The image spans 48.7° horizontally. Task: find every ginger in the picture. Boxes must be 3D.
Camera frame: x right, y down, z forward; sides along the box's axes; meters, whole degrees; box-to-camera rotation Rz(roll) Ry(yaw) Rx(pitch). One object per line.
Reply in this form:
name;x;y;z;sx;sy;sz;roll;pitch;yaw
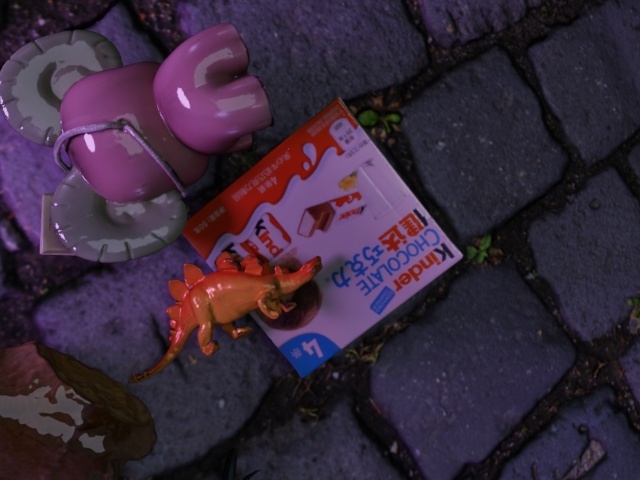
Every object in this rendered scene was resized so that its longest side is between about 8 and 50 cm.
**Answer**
ginger;-0.325;0.224;0.783;0.221;0.130;0.276;-46;104;-13

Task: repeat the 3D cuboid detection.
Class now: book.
book;-0.293;-0.019;0.892;0.111;0.014;0.077;3;81;-25

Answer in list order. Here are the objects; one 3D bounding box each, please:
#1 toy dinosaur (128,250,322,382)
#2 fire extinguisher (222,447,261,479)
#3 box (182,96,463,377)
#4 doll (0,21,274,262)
toy dinosaur;-0.133;0.076;0.894;0.288;0.070;0.117;-27;87;5
fire extinguisher;-0.030;0.409;0.913;0.311;0.095;0.114;48;43;-13
box;0.000;0.000;0.928;0.273;0.048;0.265;-39;96;8
doll;-0.217;-0.133;0.838;0.268;0.216;0.284;-26;91;-19
